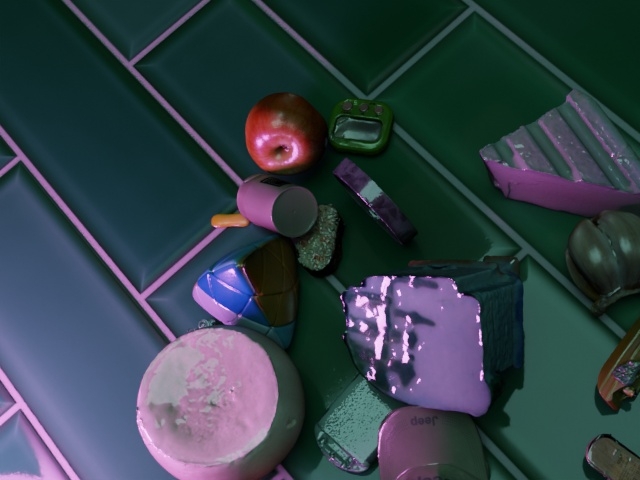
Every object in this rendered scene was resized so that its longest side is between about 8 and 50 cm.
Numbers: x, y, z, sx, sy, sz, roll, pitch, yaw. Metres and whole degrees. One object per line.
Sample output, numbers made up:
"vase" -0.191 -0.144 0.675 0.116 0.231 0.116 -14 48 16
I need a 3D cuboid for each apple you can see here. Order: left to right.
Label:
"apple" -0.073 -0.230 2.077 0.199 0.199 0.199 -4 68 11

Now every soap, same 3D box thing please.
"soap" -0.196 -0.045 2.118 0.089 0.012 0.034 -2 68 12
"soap" 0.494 -0.104 1.910 0.258 0.159 0.302 -28 63 -4

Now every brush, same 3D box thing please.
"brush" 0.613 0.465 1.720 0.327 0.065 0.070 36 74 13

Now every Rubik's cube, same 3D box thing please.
"Rubik's cube" -0.155 0.071 1.998 0.254 0.254 0.254 -4 68 11

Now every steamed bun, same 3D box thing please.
"steamed bun" -0.187 0.321 1.864 0.324 0.206 0.324 -4 66 9

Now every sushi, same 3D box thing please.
"sushi" 0.000 0.000 2.022 0.090 0.078 0.150 7 71 15

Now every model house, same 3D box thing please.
"model house" 0.254 0.147 1.852 0.295 0.329 0.252 0 104 35

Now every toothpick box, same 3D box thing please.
"toothpick box" -0.092 -0.074 2.009 0.111 0.111 0.180 -50 28 -9

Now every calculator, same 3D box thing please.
"calculator" 0.098 0.335 1.884 0.141 0.045 0.246 38 80 23

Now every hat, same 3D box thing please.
"hat" 0.198 0.432 1.756 0.214 0.149 0.245 -13 105 8

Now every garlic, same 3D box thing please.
"garlic" 0.578 0.023 1.842 0.214 0.160 0.191 -19 71 8

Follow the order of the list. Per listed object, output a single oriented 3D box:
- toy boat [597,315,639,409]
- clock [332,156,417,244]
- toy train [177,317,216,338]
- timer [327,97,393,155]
"toy boat" 0.636 0.189 1.787 0.310 0.089 0.115 -49 47 -7
"clock" 0.109 -0.077 1.955 0.042 0.215 0.215 -44 66 -1
"toy train" -0.251 0.211 2.014 0.103 0.044 0.064 -39 76 -5
"timer" 0.087 -0.248 2.119 0.140 0.047 0.128 9 69 16
